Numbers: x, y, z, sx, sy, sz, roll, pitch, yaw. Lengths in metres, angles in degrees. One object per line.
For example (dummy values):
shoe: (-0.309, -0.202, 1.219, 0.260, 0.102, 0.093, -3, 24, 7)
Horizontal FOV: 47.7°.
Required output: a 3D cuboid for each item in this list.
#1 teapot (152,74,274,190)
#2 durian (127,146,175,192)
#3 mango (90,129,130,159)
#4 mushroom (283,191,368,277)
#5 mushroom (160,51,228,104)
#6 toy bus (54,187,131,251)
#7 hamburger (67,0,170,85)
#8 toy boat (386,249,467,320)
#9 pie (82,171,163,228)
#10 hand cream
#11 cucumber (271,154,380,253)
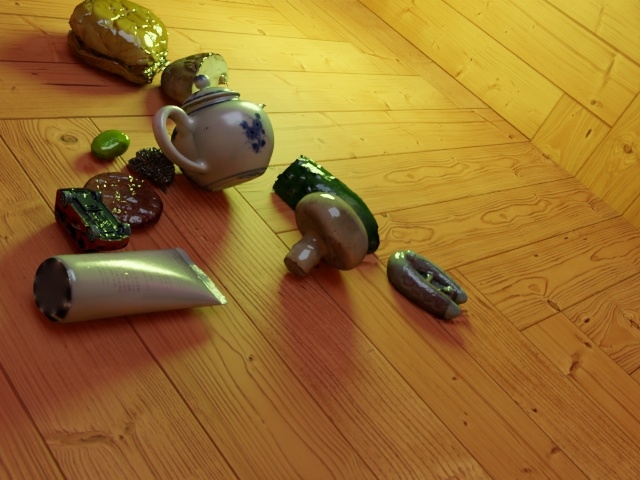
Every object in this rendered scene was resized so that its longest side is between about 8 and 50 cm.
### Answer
teapot: (-0.249, -0.271, 1.765, 0.424, 0.252, 0.280, -21, 93, -56)
durian: (-0.392, -0.178, 1.730, 0.110, 0.071, 0.140, -12, 55, -46)
mango: (-0.502, -0.226, 1.721, 0.073, 0.056, 0.108, 27, 35, 7)
mushroom: (0.013, 0.000, 1.723, 0.206, 0.209, 0.206, 27, 0, 0)
mushroom: (-0.377, -0.471, 2.109, 0.151, 0.156, 0.286, 8, 26, 13)
toy bus: (-0.455, -0.029, 1.432, 0.081, 0.089, 0.195, -7, 38, -45)
hamburger: (-0.565, -0.583, 2.074, 0.318, 0.158, 0.319, 22, 34, -15)
toy boat: (0.276, 0.099, 1.848, 0.227, 0.085, 0.155, 35, 34, 8)
pie: (-0.433, -0.088, 1.591, 0.182, 0.050, 0.182, 20, 31, -13)
hand cream: (-0.358, 0.080, 1.380, 0.358, 0.118, 0.185, -2, 37, -50)
cucumber: (0.028, -0.094, 1.913, 0.325, 0.105, 0.145, 43, 34, 16)
